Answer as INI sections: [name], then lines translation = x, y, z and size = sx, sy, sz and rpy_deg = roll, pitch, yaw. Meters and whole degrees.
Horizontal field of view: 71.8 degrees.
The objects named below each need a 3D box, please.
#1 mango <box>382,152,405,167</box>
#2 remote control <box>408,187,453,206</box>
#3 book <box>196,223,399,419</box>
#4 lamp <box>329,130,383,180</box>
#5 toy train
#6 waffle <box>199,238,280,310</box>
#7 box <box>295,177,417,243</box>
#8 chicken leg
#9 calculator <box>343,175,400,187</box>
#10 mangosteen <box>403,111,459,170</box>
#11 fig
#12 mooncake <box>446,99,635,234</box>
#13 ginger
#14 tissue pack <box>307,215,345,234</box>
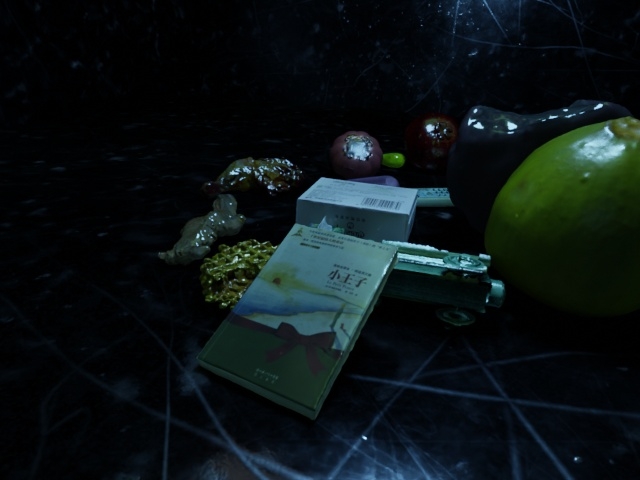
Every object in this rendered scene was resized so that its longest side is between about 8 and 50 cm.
[mango]
translation = 0.268, -0.303, 1.663
size = 0.108, 0.056, 0.073
rpy_deg = 15, 22, 32
[remote control]
translation = 0.333, -0.129, 1.314
size = 0.234, 0.038, 0.098
rpy_deg = -2, 25, -8
[book]
translation = -0.025, 0.098, 0.665
size = 0.202, 0.026, 0.289
rpy_deg = 14, 53, 26
[lamp]
translation = 0.119, -0.280, 1.491
size = 0.182, 0.140, 0.181
rpy_deg = 1, 70, -4
[toy train]
translation = 0.172, 0.051, 0.802
size = 0.308, 0.126, 0.189
rpy_deg = 8, 26, 14
[waffle]
translation = -0.123, 0.062, 0.817
size = 0.193, 0.070, 0.197
rpy_deg = -5, 25, -18
[box]
translation = 0.093, -0.066, 1.068
size = 0.261, 0.110, 0.194
rpy_deg = 8, 25, 16
[chicken leg]
translation = -0.202, -0.181, 1.339
size = 0.323, 0.082, 0.177
rpy_deg = 0, 39, -12
[calculator]
translation = 0.137, -0.157, 1.306
size = 0.195, 0.043, 0.294
rpy_deg = -6, 18, 9
[mangosteen]
translation = 0.407, -0.355, 1.649
size = 0.215, 0.214, 0.257
rpy_deg = -1, -9, -8
[fig]
translation = 0.470, -0.042, 0.783
size = 0.344, 0.343, 0.343
rpy_deg = 2, 25, -1
[mooncake]
translation = 0.485, -0.159, 1.021
size = 0.382, 0.350, 0.212
rpy_deg = 10, 26, 12
[ginger]
translation = -0.252, -0.026, 1.009
size = 0.122, 0.084, 0.290
rpy_deg = -13, 24, 20
[tissue pack]
translation = 0.000, -0.001, 0.954
size = 0.085, 0.079, 0.111
rpy_deg = 10, 25, 14
